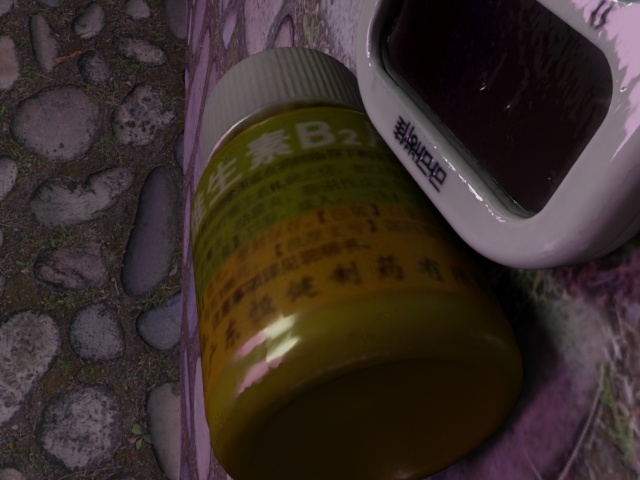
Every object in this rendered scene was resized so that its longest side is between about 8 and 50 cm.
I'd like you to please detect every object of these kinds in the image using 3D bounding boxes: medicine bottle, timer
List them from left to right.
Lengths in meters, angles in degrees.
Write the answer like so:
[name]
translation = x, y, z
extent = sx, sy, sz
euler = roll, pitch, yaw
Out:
[medicine bottle]
translation = 0.000, 0.000, 0.539
extent = 0.384, 0.225, 0.224
euler = -106, 27, -45
[timer]
translation = 0.124, -0.129, 0.366
extent = 0.262, 0.087, 0.237
euler = 60, 145, 36
